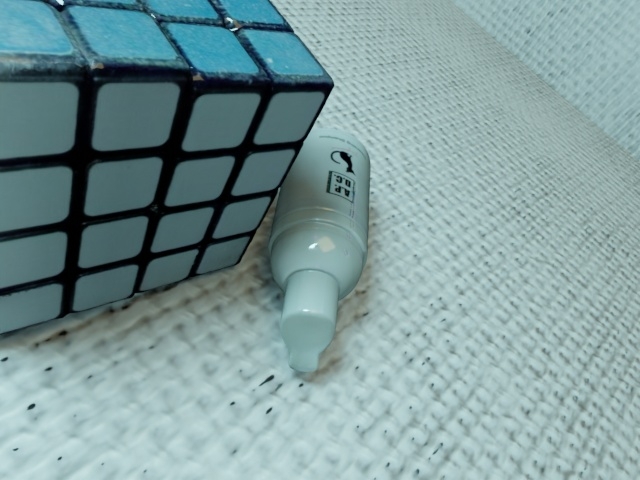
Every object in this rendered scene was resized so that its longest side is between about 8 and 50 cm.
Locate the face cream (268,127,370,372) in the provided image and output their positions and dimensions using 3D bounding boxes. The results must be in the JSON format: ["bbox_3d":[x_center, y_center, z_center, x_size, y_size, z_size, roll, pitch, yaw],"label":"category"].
[{"bbox_3d":[0.000,0.000,0.735,0.145,0.145,0.370,19,44,-14],"label":"face cream"}]

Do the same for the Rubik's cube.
[{"bbox_3d":[-0.254,-0.155,0.581,0.337,0.344,0.344,-17,62,-40],"label":"Rubik's cube"}]
